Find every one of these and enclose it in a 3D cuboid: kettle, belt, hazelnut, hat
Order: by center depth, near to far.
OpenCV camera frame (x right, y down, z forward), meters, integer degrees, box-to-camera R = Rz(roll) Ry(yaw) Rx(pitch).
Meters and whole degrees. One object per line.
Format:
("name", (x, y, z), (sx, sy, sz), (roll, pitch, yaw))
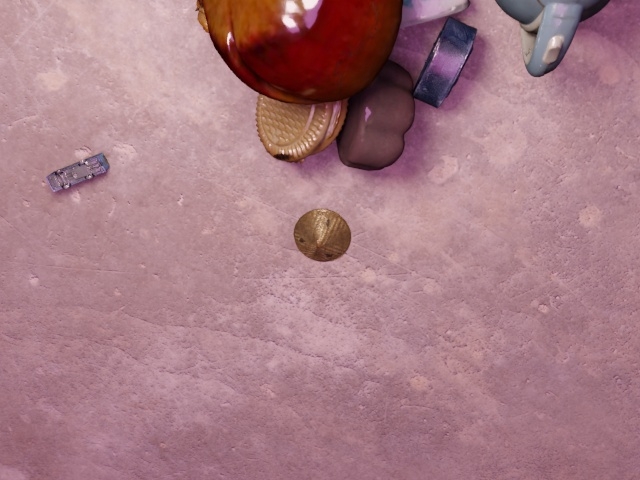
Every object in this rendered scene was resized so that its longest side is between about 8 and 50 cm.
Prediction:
("hazelnut", (-0.019, -0.474, 1.334), (0.403, 0.402, 0.428), (-12, 83, 14))
("kettle", (0.442, -0.473, 1.370), (0.247, 0.342, 0.319), (8, 115, 4))
("belt", (0.263, -0.372, 1.552), (0.082, 0.141, 0.190), (25, 116, -1))
("hat", (0.000, 0.000, 1.797), (0.146, 0.067, 0.145), (3, 114, 7))

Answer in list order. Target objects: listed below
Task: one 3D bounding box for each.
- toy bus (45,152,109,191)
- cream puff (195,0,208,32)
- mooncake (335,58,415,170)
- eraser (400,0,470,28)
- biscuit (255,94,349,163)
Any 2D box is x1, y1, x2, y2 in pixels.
("toy bus", (-0.601, -0.170, 1.814), (0.153, 0.061, 0.051), (-19, 108, 14))
("cream puff", (-0.204, -0.497, 1.582), (0.133, 0.119, 0.104), (19, 138, 14))
("mooncake", (0.111, -0.271, 1.573), (0.134, 0.245, 0.244), (11, 116, -15))
("eraser", (0.178, -0.591, 1.490), (0.189, 0.104, 0.289), (-12, 111, 22))
("biscuit", (-0.044, -0.295, 1.595), (0.259, 0.079, 0.259), (-1, 89, 46))
